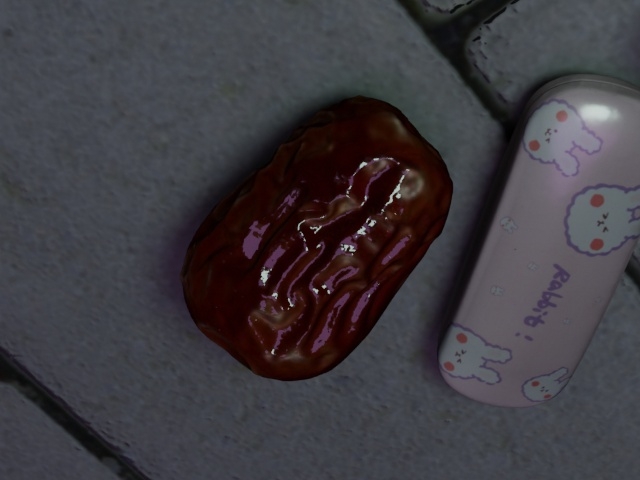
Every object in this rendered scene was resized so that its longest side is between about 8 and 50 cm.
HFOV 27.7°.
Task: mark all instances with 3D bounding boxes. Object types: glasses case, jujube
[{"bbox_3d":[0.176,0.009,1.009,0.113,0.075,0.297,13,123,-5],"label":"glasses case"},{"bbox_3d":[0.000,0.000,0.986,0.155,0.155,0.230,38,109,-16],"label":"jujube"}]
